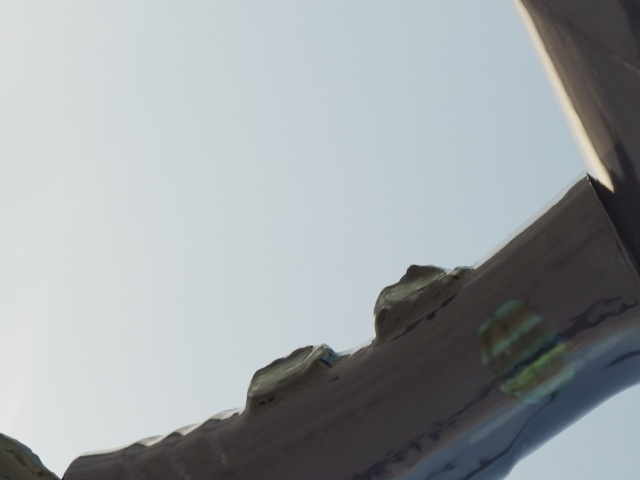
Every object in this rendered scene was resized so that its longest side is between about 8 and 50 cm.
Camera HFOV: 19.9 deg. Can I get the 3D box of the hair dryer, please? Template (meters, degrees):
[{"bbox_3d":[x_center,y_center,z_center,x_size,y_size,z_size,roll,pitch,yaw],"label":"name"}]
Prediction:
[{"bbox_3d":[0.000,0.000,0.458,0.361,0.301,0.121,-35,-172,21],"label":"hair dryer"}]
